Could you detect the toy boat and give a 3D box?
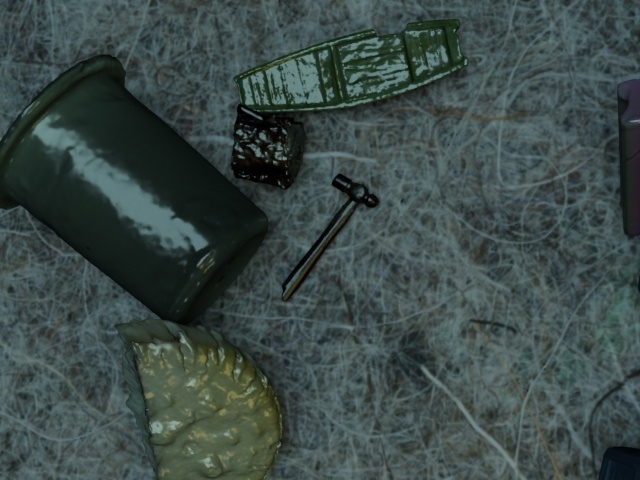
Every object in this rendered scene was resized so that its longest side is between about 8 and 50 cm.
[{"bbox_3d":[0.038,-0.212,1.409,0.293,0.055,0.093,-12,83,9],"label":"toy boat"}]

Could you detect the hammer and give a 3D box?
[{"bbox_3d":[0.000,0.000,1.414,0.065,0.021,0.178,37,94,13],"label":"hammer"}]

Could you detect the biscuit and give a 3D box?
[{"bbox_3d":[-0.138,0.210,1.334,0.179,0.084,0.281,-15,116,-2],"label":"biscuit"}]

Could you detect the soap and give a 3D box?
[{"bbox_3d":[0.396,-0.092,1.253,0.122,0.203,0.065,-4,50,12],"label":"soap"}]

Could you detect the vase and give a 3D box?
[{"bbox_3d":[-0.228,-0.042,1.366,0.291,0.245,0.245,42,93,6],"label":"vase"}]

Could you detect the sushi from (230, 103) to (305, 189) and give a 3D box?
[{"bbox_3d":[-0.064,-0.119,1.397,0.084,0.094,0.098,11,103,13],"label":"sushi"}]

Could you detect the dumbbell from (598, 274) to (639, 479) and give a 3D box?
[{"bbox_3d":[0.415,0.163,1.252,0.144,0.160,0.325,8,84,42],"label":"dumbbell"}]
